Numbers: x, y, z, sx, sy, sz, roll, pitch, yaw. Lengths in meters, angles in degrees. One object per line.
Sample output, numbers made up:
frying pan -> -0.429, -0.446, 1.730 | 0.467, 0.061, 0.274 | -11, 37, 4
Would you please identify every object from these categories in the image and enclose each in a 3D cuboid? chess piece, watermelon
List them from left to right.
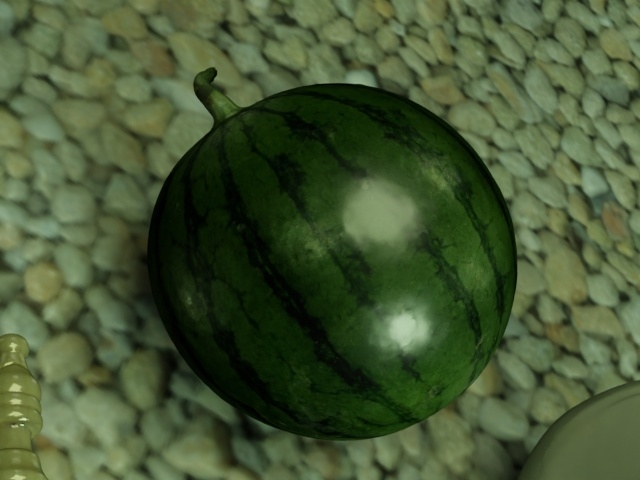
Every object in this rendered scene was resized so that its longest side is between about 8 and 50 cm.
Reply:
chess piece -> -0.149, 0.087, 0.598 | 0.035, 0.035, 0.092 | 11, 52, -30
watermelon -> 0.000, 0.000, 0.650 | 0.188, 0.188, 0.215 | -41, 102, -45

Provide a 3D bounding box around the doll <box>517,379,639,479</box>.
doll -> 0.226, 0.204, 0.705 | 0.221, 0.221, 0.251 | 3, 32, -34
